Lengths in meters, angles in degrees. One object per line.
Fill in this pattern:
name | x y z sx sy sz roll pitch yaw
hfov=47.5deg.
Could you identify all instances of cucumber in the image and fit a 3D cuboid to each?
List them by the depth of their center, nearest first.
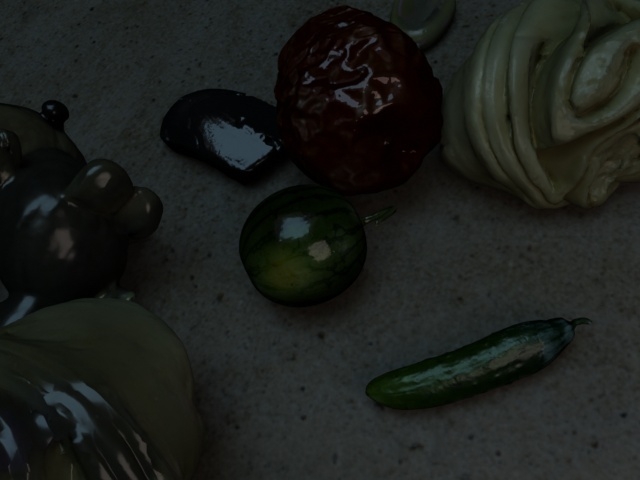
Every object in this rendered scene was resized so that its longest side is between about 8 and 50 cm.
cucumber | 0.169 0.130 0.762 0.250 0.056 0.056 -21 54 3

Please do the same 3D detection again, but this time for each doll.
doll | -0.420 -0.007 0.892 0.383 0.252 0.378 25 65 34

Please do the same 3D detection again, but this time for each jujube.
jujube | 0.039 -0.174 0.896 0.213 0.212 0.232 -25 37 -3

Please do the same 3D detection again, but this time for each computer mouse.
computer mouse | -0.142 -0.160 1.026 0.217 0.073 0.122 24 65 25

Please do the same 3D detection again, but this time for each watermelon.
watermelon | 0.000 0.000 0.843 0.188 0.140 0.140 -18 54 -2

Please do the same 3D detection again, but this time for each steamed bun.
steamed bun | -0.257 0.228 0.648 0.352 0.247 0.339 -25 78 -16
steamed bun | 0.292 -0.186 0.854 0.289 0.203 0.275 10 60 21

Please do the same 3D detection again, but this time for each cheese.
cheese | 0.137 -0.299 1.072 0.097 0.037 0.192 8 60 21
